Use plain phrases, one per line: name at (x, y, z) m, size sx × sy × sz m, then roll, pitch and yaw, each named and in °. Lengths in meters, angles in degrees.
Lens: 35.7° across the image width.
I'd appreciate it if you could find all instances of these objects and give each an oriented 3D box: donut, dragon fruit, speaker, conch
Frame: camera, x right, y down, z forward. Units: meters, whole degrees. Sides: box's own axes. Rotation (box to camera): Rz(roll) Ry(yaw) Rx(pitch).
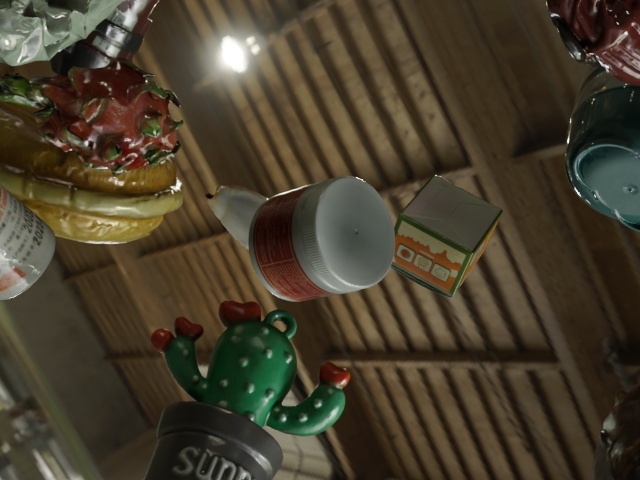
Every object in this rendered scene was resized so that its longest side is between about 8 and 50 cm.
donut at (-0.459, -0.141, 1.782) m, size 0.449 × 0.449 × 0.198 m, roll 30°, pitch -72°, yaw 42°
dragon fruit at (-0.281, -0.157, 1.202) m, size 0.137 × 0.236 × 0.135 m, roll 142°, pitch -41°, yaw -77°
speaker at (-0.323, -0.397, 1.506) m, size 0.198 × 0.329 × 0.259 m, roll 33°, pitch 1°, yaw 22°
conch at (-0.155, -0.051, 2.015) m, size 0.176 × 0.104 × 0.094 m, roll 40°, pitch 14°, yaw -7°

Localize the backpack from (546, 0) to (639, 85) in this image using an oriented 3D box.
backpack at (0.397, -0.298, 1.251) m, size 0.139 × 0.229 × 0.229 m, roll -28°, pitch -86°, yaw 53°

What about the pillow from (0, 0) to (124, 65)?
pillow at (-0.337, -0.258, 0.966) m, size 0.310 × 0.283 × 0.138 m, roll 9°, pitch -65°, yaw 15°

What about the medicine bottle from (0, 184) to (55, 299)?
medicine bottle at (-0.511, -0.034, 1.420) m, size 0.144 × 0.144 × 0.252 m, roll 22°, pitch -21°, yaw 49°

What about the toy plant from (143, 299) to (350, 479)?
toy plant at (-0.123, 0.266, 1.421) m, size 0.279 × 0.400 × 0.185 m, roll 7°, pitch -38°, yaw 19°

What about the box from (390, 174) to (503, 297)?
box at (0.263, -0.009, 2.145) m, size 0.177 × 0.195 × 0.148 m, roll 28°, pitch -49°, yaw 13°

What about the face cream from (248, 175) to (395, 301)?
face cream at (0.000, 0.000, 1.761) m, size 0.187 × 0.201 × 0.201 m, roll -14°, pitch -73°, yaw 46°

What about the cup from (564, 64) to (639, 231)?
cup at (0.506, -0.147, 1.495) m, size 0.289 × 0.258 × 0.219 m, roll 40°, pitch -38°, yaw -22°

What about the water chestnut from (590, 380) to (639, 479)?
water chestnut at (0.410, 0.227, 0.937) m, size 0.300 × 0.300 × 0.300 m, roll 39°, pitch -33°, yaw 32°
